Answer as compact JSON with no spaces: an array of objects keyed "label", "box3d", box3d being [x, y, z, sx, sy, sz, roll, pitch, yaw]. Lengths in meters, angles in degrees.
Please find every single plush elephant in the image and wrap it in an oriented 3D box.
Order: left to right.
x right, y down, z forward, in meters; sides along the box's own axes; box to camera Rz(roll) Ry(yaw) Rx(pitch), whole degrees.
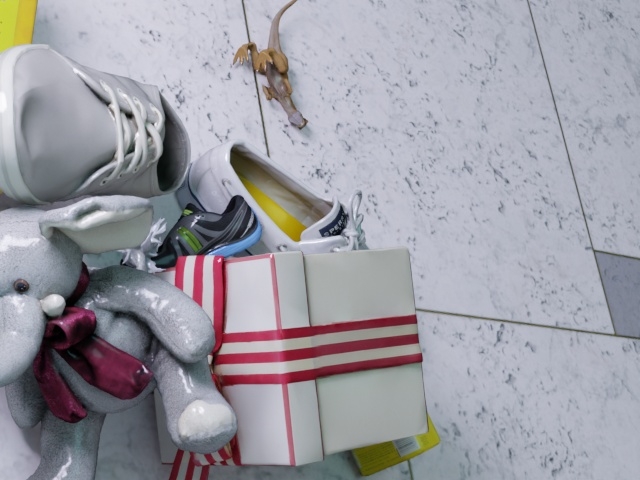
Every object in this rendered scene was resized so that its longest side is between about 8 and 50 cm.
[{"label":"plush elephant","box3d":[-0.258,0.076,1.381,0.255,0.272,0.330,30,49,-48]}]

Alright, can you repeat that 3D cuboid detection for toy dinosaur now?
[{"label":"toy dinosaur","box3d":[-0.066,-0.253,1.953,0.112,0.064,0.212,14,65,-57]}]

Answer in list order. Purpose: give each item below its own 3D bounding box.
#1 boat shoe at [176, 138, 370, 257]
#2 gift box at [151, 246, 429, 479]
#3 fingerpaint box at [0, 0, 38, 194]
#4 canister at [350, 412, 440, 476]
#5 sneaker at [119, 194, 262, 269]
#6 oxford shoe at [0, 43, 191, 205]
[{"label":"boat shoe","box3d":[0.002,-0.007,1.783,0.367,0.156,0.136,41,46,-15]},{"label":"gift box","box3d":[-0.063,0.141,1.582,0.258,0.276,0.255,-3,81,-46]},{"label":"fingerpaint box","box3d":[-0.533,-0.244,1.446,0.444,0.163,0.371,20,53,-30]},{"label":"canister","box3d":[0.065,0.197,1.744,0.073,0.126,0.170,-19,82,-46]},{"label":"sneaker","box3d":[-0.161,-0.002,1.672,0.188,0.067,0.078,-25,99,-25]},{"label":"oxford shoe","box3d":[-0.240,-0.117,1.492,0.449,0.130,0.169,9,82,-80]}]
